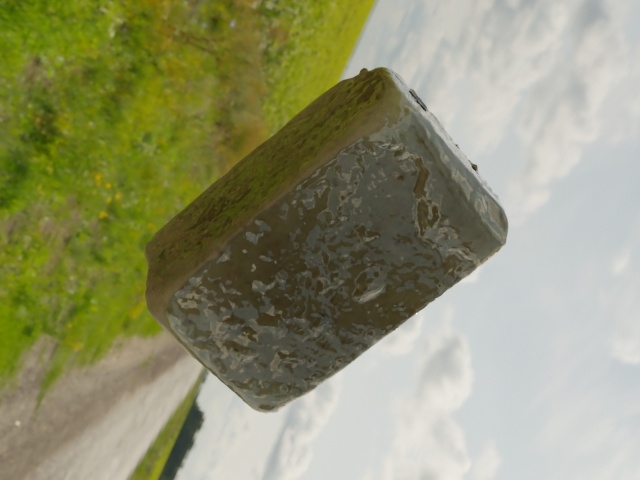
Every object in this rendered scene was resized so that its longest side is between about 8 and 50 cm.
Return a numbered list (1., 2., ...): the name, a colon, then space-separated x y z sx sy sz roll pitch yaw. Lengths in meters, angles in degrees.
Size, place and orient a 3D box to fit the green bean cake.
1. green bean cake: 0.000 0.000 0.541 0.179 0.109 0.085 -40 -155 13
